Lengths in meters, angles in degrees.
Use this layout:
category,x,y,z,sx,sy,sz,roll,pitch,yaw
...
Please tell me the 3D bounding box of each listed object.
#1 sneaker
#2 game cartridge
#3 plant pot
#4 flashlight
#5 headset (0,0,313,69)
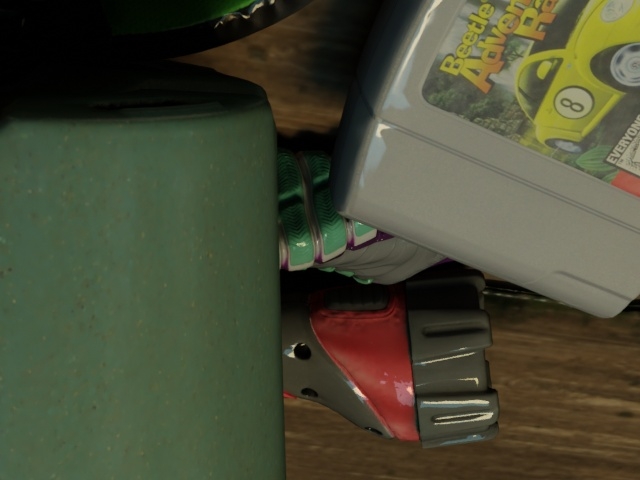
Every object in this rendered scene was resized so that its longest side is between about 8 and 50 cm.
category,x,y,z,sx,sy,sz,roll,pitch,yaw
sneaker,0.000,0.000,0.976,0.224,0.083,0.098,-7,141,1
game cartridge,0.136,-0.106,0.850,0.196,0.060,0.294,22,116,-21
plant pot,-0.154,0.088,0.819,0.341,0.341,0.334,2,101,-7
flashlight,-0.052,0.079,1.042,0.304,0.103,0.103,-7,162,4
headset,-0.143,-0.205,0.739,0.394,0.185,0.243,3,134,-31
